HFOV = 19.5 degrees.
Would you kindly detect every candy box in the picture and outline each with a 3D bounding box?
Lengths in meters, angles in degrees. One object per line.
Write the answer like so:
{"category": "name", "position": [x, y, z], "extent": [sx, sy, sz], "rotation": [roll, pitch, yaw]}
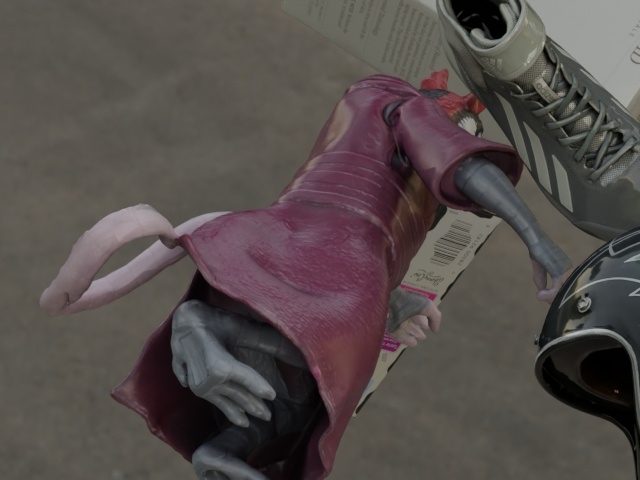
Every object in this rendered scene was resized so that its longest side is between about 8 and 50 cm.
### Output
{"category": "candy box", "position": [0.037, 0.014, 1.609], "extent": [0.071, 0.233, 0.159], "rotation": [17, 28, -36]}

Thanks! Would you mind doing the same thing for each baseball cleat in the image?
{"category": "baseball cleat", "position": [0.133, -0.075, 1.076], "extent": [0.206, 0.072, 0.109], "rotation": [45, 1, 20]}

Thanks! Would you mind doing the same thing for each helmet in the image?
{"category": "helmet", "position": [0.206, 0.064, 0.993], "extent": [0.169, 0.169, 0.161], "rotation": [-2, 54, -37]}

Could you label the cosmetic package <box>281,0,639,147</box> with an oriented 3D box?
{"category": "cosmetic package", "position": [0.177, -0.248, 1.937], "extent": [0.385, 0.156, 0.217], "rotation": [31, 61, 10]}

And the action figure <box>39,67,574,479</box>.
{"category": "action figure", "position": [0.000, 0.000, 1.201], "extent": [0.276, 0.248, 0.370], "rotation": [37, 54, -10]}
